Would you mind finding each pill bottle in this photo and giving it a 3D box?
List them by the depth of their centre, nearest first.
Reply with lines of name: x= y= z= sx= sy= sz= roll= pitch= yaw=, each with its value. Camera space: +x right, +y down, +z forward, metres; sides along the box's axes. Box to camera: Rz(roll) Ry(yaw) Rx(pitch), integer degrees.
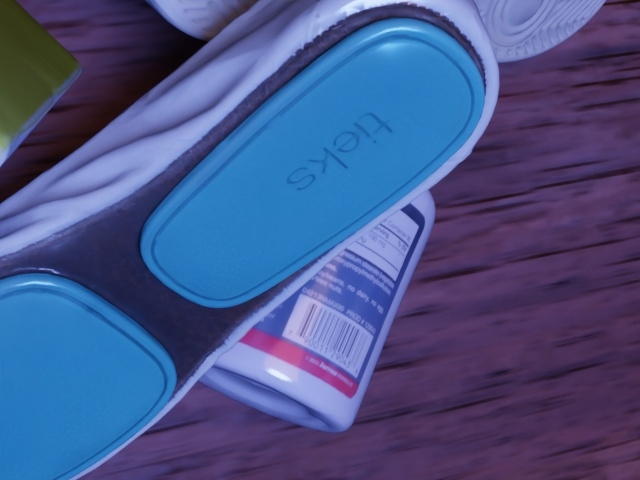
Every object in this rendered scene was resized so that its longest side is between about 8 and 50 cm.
pill bottle: x=0.000 y=0.000 z=0.781 sx=0.108 sy=0.108 sz=0.180 roll=29 pitch=74 yaw=-18

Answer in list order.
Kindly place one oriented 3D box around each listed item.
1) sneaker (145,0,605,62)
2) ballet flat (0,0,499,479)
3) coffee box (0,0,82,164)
sneaker: x=0.028 y=-0.188 z=0.813 sx=0.350 sy=0.148 sz=0.131 roll=-2 pitch=128 yaw=-41
ballet flat: x=-0.092 y=0.001 z=0.699 sx=0.400 sy=0.139 sz=0.139 roll=-37 pitch=102 yaw=14
coffee box: x=-0.314 y=-0.043 z=0.467 sx=0.338 sy=0.337 sz=0.334 roll=43 pitch=93 yaw=-11
